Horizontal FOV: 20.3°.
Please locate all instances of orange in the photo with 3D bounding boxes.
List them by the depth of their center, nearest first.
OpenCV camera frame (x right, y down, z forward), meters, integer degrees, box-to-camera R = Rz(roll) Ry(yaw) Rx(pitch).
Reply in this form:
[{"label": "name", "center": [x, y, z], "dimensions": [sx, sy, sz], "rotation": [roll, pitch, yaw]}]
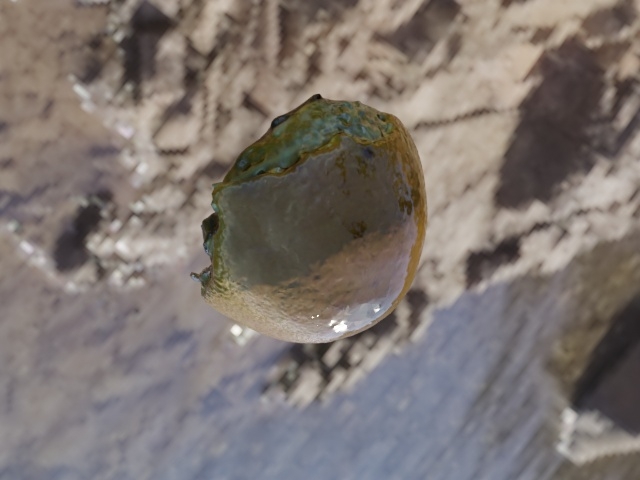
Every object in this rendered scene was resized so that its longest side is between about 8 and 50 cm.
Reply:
[{"label": "orange", "center": [0.000, 0.000, 1.032], "dimensions": [0.160, 0.112, 0.170], "rotation": [-41, 163, 17]}]
